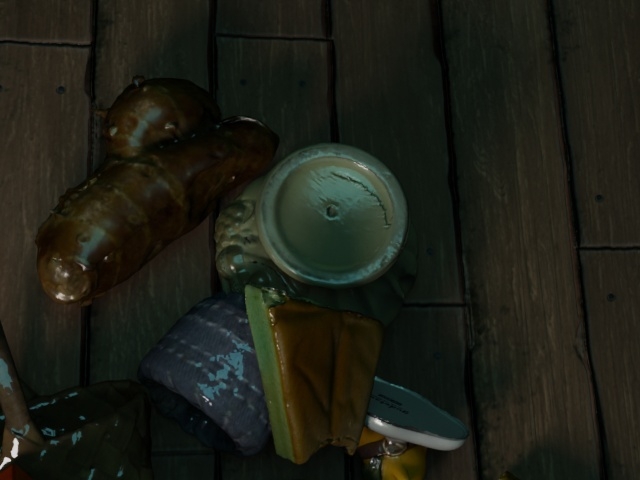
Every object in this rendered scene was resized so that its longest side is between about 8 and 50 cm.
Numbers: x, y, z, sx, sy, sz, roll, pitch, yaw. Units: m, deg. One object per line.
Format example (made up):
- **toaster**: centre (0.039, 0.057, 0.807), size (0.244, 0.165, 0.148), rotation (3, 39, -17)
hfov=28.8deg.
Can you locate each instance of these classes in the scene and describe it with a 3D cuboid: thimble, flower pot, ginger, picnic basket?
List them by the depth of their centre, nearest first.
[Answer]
- **picnic basket**: centre (-0.394, 0.218, 1.622), size (0.337, 0.293, 0.337), rotation (-1, 93, -16)
- **thimble**: centre (-0.125, 0.185, 1.716), size (0.205, 0.236, 0.172), rotation (35, 68, 12)
- **flower pot**: centre (0.000, 0.000, 1.796), size (0.307, 0.244, 0.308), rotation (3, 69, -7)
- **ginger**: centre (-0.278, -0.087, 1.828), size (0.254, 0.176, 0.418), rotation (39, 68, 15)

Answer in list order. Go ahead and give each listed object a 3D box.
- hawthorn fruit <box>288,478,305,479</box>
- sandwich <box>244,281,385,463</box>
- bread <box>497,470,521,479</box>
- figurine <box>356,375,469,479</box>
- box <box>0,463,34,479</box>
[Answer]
- **hawthorn fruit**: centre (-0.025, 0.444, 1.679), size (0.196, 0.196, 0.226), rotation (-9, 102, -11)
- **sandwich**: centre (-0.019, 0.182, 1.614), size (0.245, 0.063, 0.212), rotation (18, 83, -47)
- **bread**: centre (0.301, 0.423, 1.758), size (0.172, 0.103, 0.132), rotation (31, 66, 6)
- **figurine**: centre (0.075, 0.287, 1.792), size (0.250, 0.166, 0.141), rotation (26, 106, 27)
- **box**: centre (-0.350, 0.515, 1.433), size (0.318, 0.257, 0.349), rotation (-39, 115, 1)
